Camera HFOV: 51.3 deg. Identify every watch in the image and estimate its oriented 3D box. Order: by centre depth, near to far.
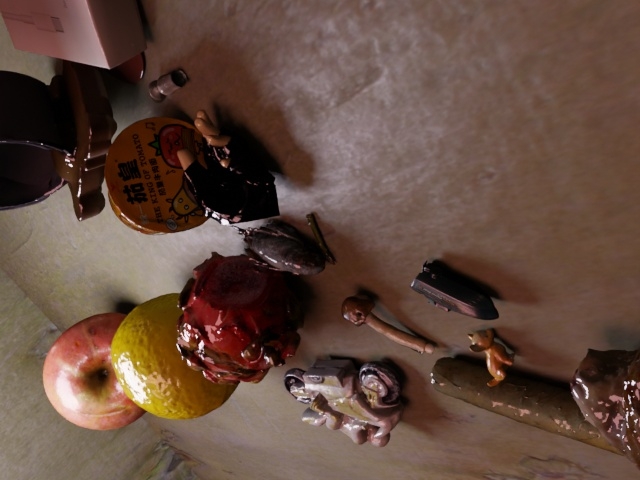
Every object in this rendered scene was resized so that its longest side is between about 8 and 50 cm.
[{"bbox_3d":[-0.588,-0.199,1.260,0.335,0.327,0.313,-42,63,55],"label":"watch"}]

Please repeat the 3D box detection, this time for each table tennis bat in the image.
[{"bbox_3d":[-0.427,-0.393,1.220,0.274,0.021,0.154,38,146,5],"label":"table tennis bat"}]

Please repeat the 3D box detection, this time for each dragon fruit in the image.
[{"bbox_3d":[-0.163,0.179,1.389,0.269,0.250,0.291,12,133,11],"label":"dragon fruit"}]

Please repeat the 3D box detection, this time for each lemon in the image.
[{"bbox_3d":[-0.350,0.282,1.649,0.336,0.336,0.336,28,144,23],"label":"lemon"}]

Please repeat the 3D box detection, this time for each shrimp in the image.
[{"bbox_3d":[-0.089,0.008,1.269,0.233,0.079,0.090,25,107,30],"label":"shrimp"}]

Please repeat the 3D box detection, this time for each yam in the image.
[{"bbox_3d":[0.351,0.264,1.082,0.372,0.083,0.083,11,135,43],"label":"yam"}]

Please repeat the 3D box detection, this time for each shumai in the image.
[{"bbox_3d":[0.452,0.209,0.874,0.218,0.183,0.185,36,-176,-10],"label":"shumai"}]

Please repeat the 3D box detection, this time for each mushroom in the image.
[{"bbox_3d":[0.126,0.155,1.233,0.187,0.061,0.060,28,159,3],"label":"mushroom"}]

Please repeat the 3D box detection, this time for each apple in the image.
[{"bbox_3d":[-0.659,0.400,2.065,0.364,0.364,0.363,28,144,23],"label":"apple"}]

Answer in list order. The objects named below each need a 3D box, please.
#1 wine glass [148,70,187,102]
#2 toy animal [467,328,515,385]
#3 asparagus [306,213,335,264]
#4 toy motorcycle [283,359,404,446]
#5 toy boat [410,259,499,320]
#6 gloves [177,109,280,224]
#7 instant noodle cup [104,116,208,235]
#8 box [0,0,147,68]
[{"bbox_3d":[-0.267,-0.271,1.169,0.039,0.042,0.083,29,157,-37],"label":"wine glass"},{"bbox_3d":[0.272,0.188,1.094,0.083,0.060,0.081,31,111,11],"label":"toy animal"},{"bbox_3d":[0.000,0.000,1.214,0.015,0.014,0.114,26,148,54],"label":"asparagus"},{"bbox_3d":[0.065,0.360,1.467,0.341,0.108,0.222,-12,113,44],"label":"toy motorcycle"},{"bbox_3d":[0.215,0.086,1.045,0.141,0.055,0.060,27,136,23],"label":"toy boat"},{"bbox_3d":[-0.165,-0.128,1.159,0.165,0.124,0.203,-9,98,17],"label":"gloves"},{"bbox_3d":[-0.306,-0.106,1.261,0.215,0.216,0.172,50,156,-10],"label":"instant noodle cup"},{"bbox_3d":[-0.428,-0.412,1.104,0.252,0.106,0.203,17,134,26],"label":"box"}]
